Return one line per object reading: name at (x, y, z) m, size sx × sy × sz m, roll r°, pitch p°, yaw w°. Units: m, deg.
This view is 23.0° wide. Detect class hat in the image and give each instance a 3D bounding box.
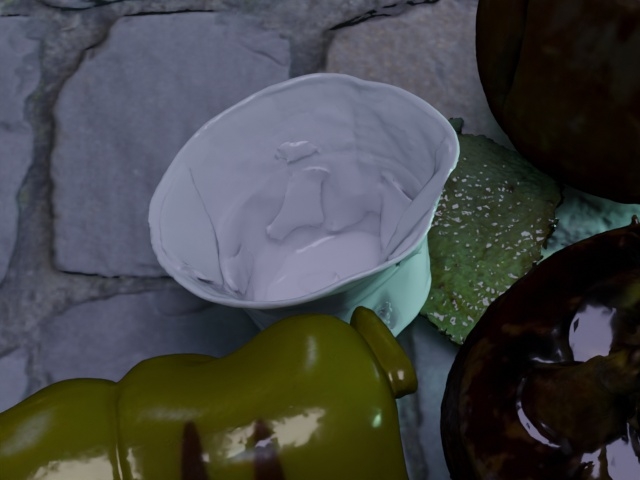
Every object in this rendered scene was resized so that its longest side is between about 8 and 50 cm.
hat at (0.000, 0.000, 1.023) m, size 0.203 × 0.126 × 0.203 m, roll -8°, pitch 51°, yaw 10°

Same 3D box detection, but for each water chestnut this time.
water chestnut at (0.186, 0.099, 0.900) m, size 0.223 × 0.238 × 0.224 m, roll 2°, pitch 64°, yaw -3°

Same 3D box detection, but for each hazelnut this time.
hazelnut at (0.224, -0.143, 1.083) m, size 0.234 × 0.218 × 0.218 m, roll 17°, pitch 55°, yaw 6°

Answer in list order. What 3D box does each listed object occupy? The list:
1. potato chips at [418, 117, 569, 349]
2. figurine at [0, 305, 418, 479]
potato chips at (0.111, -0.011, 1.105) m, size 0.142 × 0.026 × 0.209 m, roll -19°, pitch 53°, yaw -9°
figurine at (-0.094, 0.161, 0.899) m, size 0.327 × 0.218 × 0.169 m, roll -13°, pitch 14°, yaw -1°
